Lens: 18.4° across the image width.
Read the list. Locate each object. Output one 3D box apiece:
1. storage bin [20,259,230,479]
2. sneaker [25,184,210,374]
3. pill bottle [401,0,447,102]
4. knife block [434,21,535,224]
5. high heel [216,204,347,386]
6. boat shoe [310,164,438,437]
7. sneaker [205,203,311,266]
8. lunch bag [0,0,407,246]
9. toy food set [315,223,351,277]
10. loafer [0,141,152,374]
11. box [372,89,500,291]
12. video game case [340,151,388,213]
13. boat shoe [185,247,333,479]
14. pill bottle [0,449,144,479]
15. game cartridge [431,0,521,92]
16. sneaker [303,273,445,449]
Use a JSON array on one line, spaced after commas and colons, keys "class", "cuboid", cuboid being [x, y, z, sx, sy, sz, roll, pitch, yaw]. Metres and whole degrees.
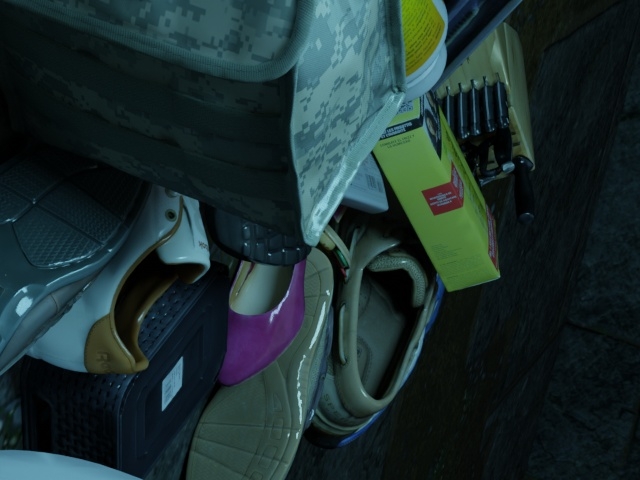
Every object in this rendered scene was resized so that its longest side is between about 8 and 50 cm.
[{"class": "storage bin", "cuboid": [-0.145, 0.095, 1.504, 0.180, 0.084, 0.122, -55, 157, -47]}, {"class": "sneaker", "cuboid": [-0.114, -0.041, 1.394, 0.106, 0.123, 0.290, 35, 73, -71]}, {"class": "pill bottle", "cuboid": [0.033, -0.200, 1.630, 0.117, 0.117, 0.215, -66, 149, -17]}, {"class": "knife block", "cuboid": [0.177, -0.112, 2.103, 0.276, 0.088, 0.242, 2, 76, -77]}, {"class": "high heel", "cuboid": [-0.048, 0.007, 1.761, 0.244, 0.082, 0.117, -58, 142, -16]}, {"class": "boat shoe", "cuboid": [0.073, 0.035, 1.972, 0.110, 0.122, 0.341, -30, -142, 52]}, {"class": "sneaker", "cuboid": [-0.058, -0.056, 1.529, 0.283, 0.124, 0.107, -53, 140, -63]}, {"class": "lunch bag", "cuboid": [-0.081, -0.160, 1.168, 0.169, 0.235, 0.287, -58, 159, -30]}, {"class": "toy food set", "cuboid": [0.000, 0.000, 1.880, 0.020, 0.083, 0.082, -42, 122, -11]}, {"class": "loafer", "cuboid": [-0.207, 0.031, 1.264, 0.267, 0.096, 0.084, -51, 174, -35]}, {"class": "box", "cuboid": [0.106, -0.058, 1.875, 0.087, 0.058, 0.232, -89, 158, -45]}, {"class": "video game case", "cuboid": [0.011, -0.115, 1.745, 0.190, 0.022, 0.173, 13, 64, -73]}, {"class": "boat shoe", "cuboid": [-0.045, 0.146, 1.857, 0.092, 0.103, 0.285, 42, 62, -67]}, {"class": "pill bottle", "cuboid": [-0.211, 0.361, 1.323, 0.229, 0.229, 0.407, -10, 117, -71]}, {"class": "game cartridge", "cuboid": [0.147, -0.257, 1.867, 0.355, 0.068, 0.230, -46, -161, 58]}, {"class": "sneaker", "cuboid": [0.070, 0.091, 2.117, 0.147, 0.130, 0.330, 80, 32, -54]}]
